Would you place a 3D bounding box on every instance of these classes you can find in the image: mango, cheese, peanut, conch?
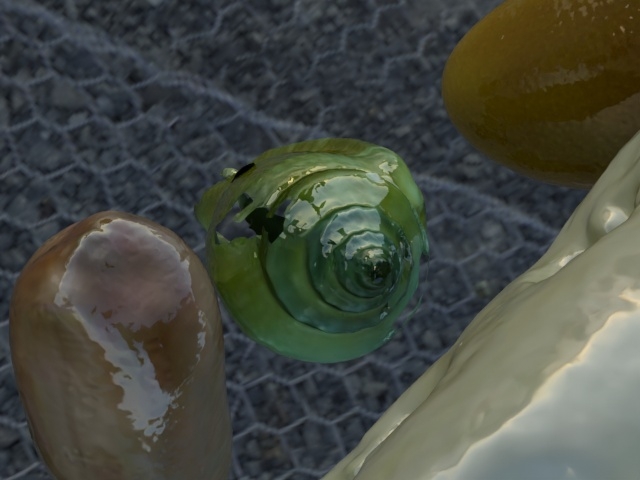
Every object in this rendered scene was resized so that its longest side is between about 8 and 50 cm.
[{"bbox_3d":[0.169,-0.091,0.678,0.113,0.253,0.138,-25,105,-59],"label":"mango"},{"bbox_3d":[0.148,0.081,0.471,0.248,0.173,0.251,39,68,-5],"label":"cheese"},{"bbox_3d":[-0.071,0.055,0.562,0.076,0.076,0.152,-32,134,-32],"label":"peanut"},{"bbox_3d":[-0.002,-0.002,0.634,0.095,0.201,0.079,-28,115,1],"label":"conch"}]
